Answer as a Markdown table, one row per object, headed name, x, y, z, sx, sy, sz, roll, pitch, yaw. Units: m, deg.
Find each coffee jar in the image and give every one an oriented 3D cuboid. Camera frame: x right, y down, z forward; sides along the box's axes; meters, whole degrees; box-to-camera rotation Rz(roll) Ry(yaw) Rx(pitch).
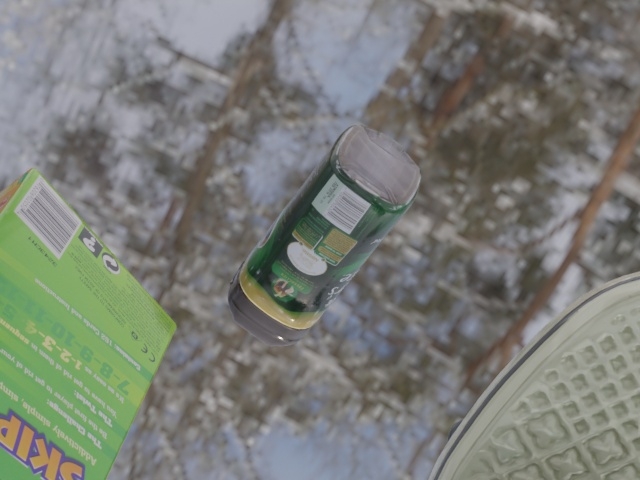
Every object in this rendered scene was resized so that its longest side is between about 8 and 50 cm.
| name | x | y | z | sx | sy | sz | roll | pitch | yaw |
| --- | --- | --- | --- | --- | --- | --- | --- | --- | --- |
| coffee jar | 0.000 | 0.000 | 1.513 | 0.079 | 0.184 | 0.096 | 36 | -147 | -4 |

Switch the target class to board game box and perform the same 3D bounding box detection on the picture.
| name | x | y | z | sx | sy | sz | roll | pitch | yaw |
| --- | --- | --- | --- | --- | --- | --- | --- | --- | --- |
| board game box | -0.148 | 0.065 | 0.944 | 0.124 | 0.039 | 0.259 | 49 | -160 | -14 |

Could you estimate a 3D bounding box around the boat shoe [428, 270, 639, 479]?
| name | x | y | z | sx | sy | sz | roll | pitch | yaw |
| --- | --- | --- | --- | --- | --- | --- | --- | --- | --- |
| boat shoe | 0.145 | 0.201 | 1.227 | 0.187 | 0.500 | 0.156 | 17 | -144 | -1 |
